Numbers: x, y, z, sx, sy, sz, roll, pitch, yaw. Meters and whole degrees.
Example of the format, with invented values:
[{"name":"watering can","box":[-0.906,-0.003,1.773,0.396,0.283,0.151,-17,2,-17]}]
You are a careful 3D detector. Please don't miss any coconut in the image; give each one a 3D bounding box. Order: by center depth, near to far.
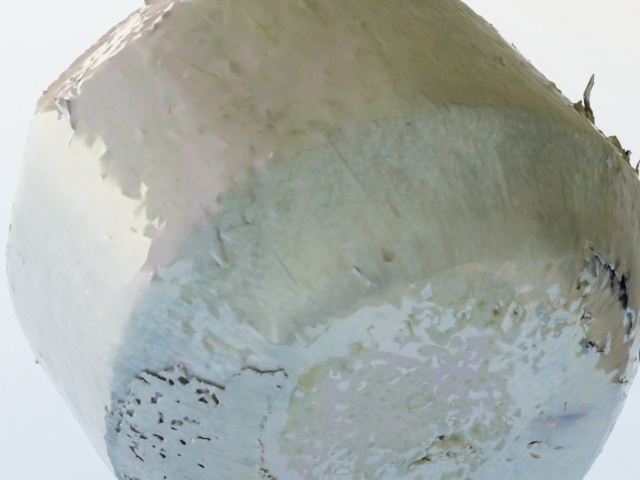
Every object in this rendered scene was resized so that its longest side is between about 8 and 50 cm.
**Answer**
[{"name":"coconut","box":[0.000,0.000,0.486,0.171,0.171,0.183,16,-154,-33]}]
